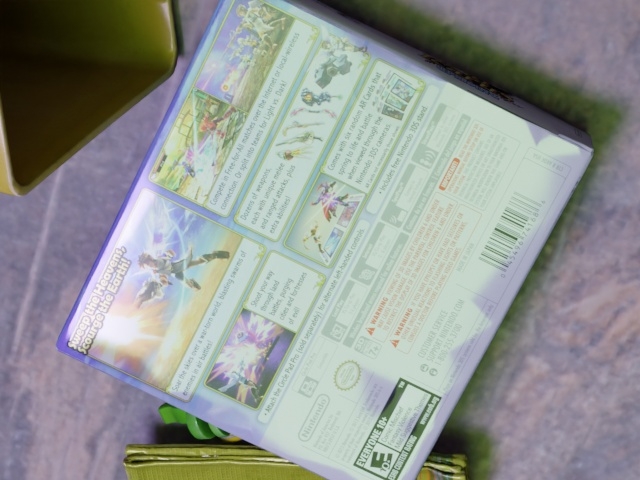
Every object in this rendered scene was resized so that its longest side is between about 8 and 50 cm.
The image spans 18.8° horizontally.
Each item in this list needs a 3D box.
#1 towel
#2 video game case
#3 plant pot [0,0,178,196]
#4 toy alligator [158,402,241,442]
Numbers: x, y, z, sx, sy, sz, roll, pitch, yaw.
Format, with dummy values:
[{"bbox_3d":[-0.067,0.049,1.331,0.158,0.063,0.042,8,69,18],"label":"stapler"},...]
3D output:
[{"bbox_3d":[-0.014,0.180,1.334,0.237,0.021,0.102,1,135,9],"label":"towel"},{"bbox_3d":[0.000,0.000,1.214,0.244,0.061,0.269,26,105,-5],"label":"video game case"},{"bbox_3d":[-0.222,-0.167,1.128,0.187,0.212,0.212,5,117,22],"label":"plant pot"},{"bbox_3d":[-0.027,0.100,1.297,0.190,0.051,0.056,-17,112,17],"label":"toy alligator"}]
